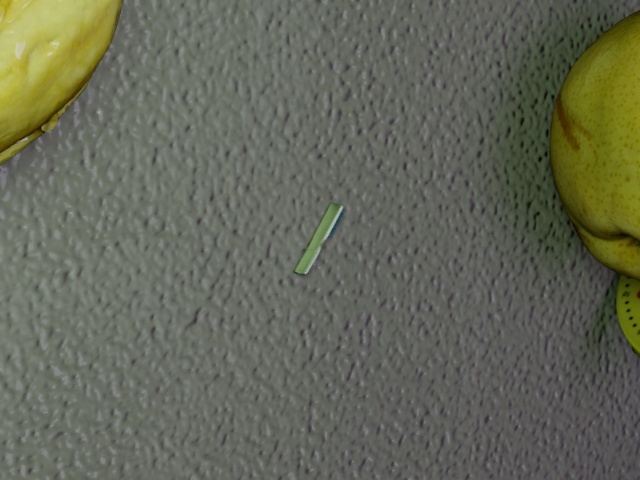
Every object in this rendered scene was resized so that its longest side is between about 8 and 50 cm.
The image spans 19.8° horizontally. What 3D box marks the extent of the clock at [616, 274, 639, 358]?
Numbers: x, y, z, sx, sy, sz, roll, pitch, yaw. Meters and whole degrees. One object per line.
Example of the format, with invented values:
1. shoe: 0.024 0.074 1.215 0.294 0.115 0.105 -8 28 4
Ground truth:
1. clock: 0.460 0.032 2.046 0.071 0.277 0.293 49 58 -37

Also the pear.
1. pear: 0.389 -0.105 1.960 0.314 0.314 0.314 -5 98 -40

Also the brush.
1. brush: 0.000 0.000 1.825 0.084 0.016 0.013 -61 139 -18

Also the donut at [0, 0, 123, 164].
1. donut: -0.341 -0.235 1.392 0.448 0.198 0.449 -6 99 -41
